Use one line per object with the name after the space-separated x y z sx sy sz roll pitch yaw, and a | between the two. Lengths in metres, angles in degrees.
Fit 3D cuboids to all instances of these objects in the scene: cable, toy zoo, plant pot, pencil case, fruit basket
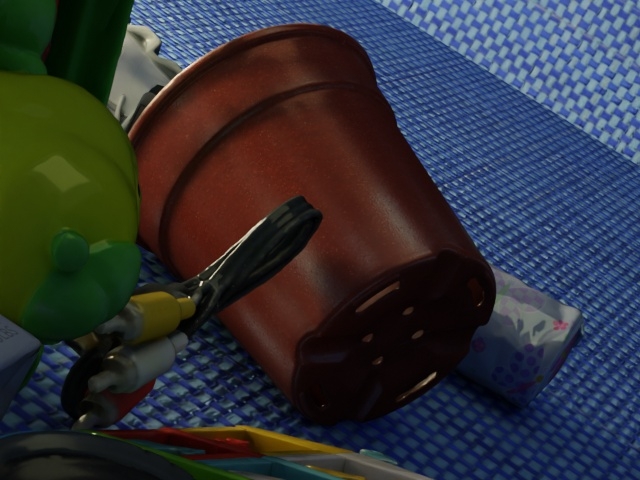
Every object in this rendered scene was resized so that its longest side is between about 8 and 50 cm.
-0.091 0.063 1.434 0.072 0.139 0.287 38 38 24 | cable
-0.044 0.166 1.351 0.192 0.030 0.293 12 3 35 | toy zoo
0.000 0.000 1.660 0.272 0.272 0.265 9 35 -47 | plant pot
0.123 0.053 1.896 0.273 0.113 0.124 33 40 7 | pencil case
-0.216 -0.045 1.243 0.392 0.392 0.283 38 20 23 | fruit basket

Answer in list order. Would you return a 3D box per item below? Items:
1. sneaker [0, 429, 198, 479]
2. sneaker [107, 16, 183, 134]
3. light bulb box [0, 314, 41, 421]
-0.073 0.228 0.975 0.341 0.125 0.139 50 18 -31 | sneaker
-0.173 -0.104 1.902 0.146 0.122 0.330 -12 41 -43 | sneaker
-0.389 0.078 0.886 0.361 0.225 0.358 33 19 7 | light bulb box
